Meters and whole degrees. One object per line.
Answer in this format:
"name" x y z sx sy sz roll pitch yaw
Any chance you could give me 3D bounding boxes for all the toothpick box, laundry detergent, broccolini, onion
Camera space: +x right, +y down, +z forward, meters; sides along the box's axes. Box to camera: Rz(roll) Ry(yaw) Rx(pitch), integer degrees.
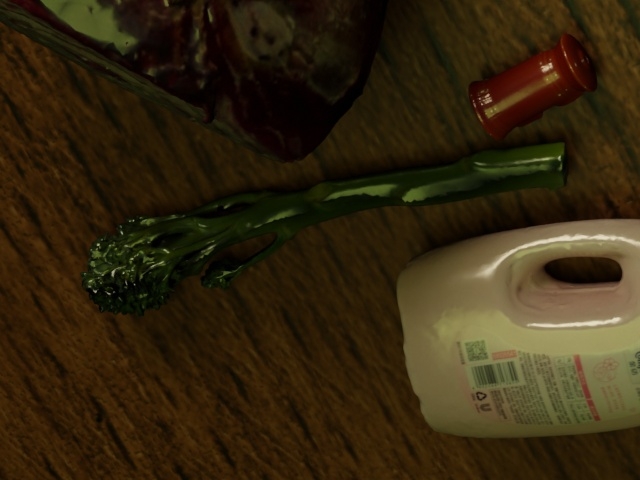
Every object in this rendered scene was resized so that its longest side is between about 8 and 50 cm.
"toothpick box" 0.150 -0.107 1.316 0.083 0.047 0.047 -27 101 26
"laundry detergent" 0.226 0.056 1.337 0.335 0.088 0.159 -9 108 21
"broccolini" 0.001 -0.003 1.406 0.392 0.079 0.074 -9 150 21
"onion" -0.097 -0.222 1.235 0.337 0.282 0.260 28 85 -7
